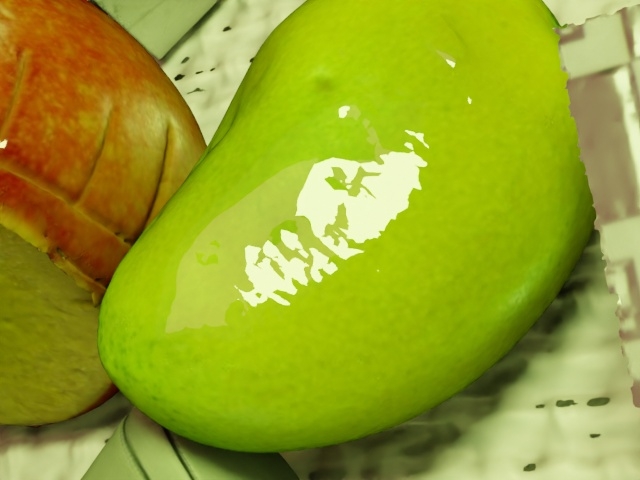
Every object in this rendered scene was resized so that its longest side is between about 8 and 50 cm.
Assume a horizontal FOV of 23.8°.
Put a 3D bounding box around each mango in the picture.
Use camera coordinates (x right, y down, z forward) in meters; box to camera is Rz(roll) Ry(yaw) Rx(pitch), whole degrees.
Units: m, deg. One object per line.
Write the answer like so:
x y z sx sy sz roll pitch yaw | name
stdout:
0.027 -0.011 0.713 0.185 0.149 0.273 25 68 15 | mango

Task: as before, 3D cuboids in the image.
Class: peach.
-0.197 -0.038 0.831 0.249 0.274 0.245 -28 50 12 | peach

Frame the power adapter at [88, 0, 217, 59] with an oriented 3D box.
-0.140 -0.192 0.997 0.205 0.130 0.125 -46 44 3 | power adapter

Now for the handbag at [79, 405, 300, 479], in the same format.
-0.105 0.244 0.719 0.315 0.109 0.241 -54 41 13 | handbag

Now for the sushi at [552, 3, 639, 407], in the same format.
0.268 0.022 0.469 0.359 0.064 0.343 -15 69 19 | sushi
